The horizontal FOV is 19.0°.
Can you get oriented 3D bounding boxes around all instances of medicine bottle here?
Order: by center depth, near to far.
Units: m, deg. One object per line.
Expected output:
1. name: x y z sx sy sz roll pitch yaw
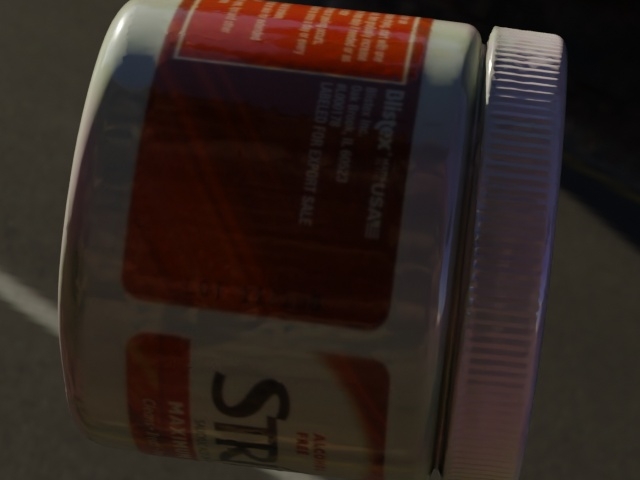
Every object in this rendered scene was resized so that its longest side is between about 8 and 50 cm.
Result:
1. medicine bottle: 0.000 0.000 1.027 0.241 0.252 0.252 6 18 5
